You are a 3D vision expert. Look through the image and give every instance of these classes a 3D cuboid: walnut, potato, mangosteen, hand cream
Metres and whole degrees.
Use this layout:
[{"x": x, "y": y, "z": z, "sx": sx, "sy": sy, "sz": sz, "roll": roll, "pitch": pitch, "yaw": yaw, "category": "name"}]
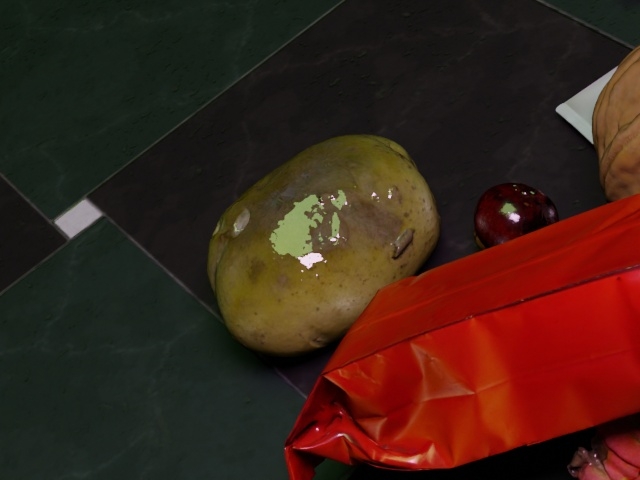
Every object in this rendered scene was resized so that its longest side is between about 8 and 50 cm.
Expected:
[{"x": 0.344, "y": -0.086, "z": 1.427, "sx": 0.228, "sy": 0.228, "sz": 0.228, "roll": -14, "pitch": 43, "yaw": 14, "category": "walnut"}, {"x": 0.002, "y": 0.001, "z": 1.555, "sx": 0.228, "sy": 0.148, "sz": 0.197, "roll": -25, "pitch": 56, "yaw": -2, "category": "potato"}, {"x": 0.180, "y": -0.014, "z": 1.534, "sx": 0.081, "sy": 0.081, "sz": 0.081, "roll": -14, "pitch": 43, "yaw": 14, "category": "mangosteen"}, {"x": 0.331, "y": -0.168, "z": 1.632, "sx": 0.205, "sy": 0.050, "sz": 0.078, "roll": -35, "pitch": 42, "yaw": -3, "category": "hand cream"}]

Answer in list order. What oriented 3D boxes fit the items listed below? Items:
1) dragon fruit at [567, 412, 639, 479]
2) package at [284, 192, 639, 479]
[{"x": 0.271, "y": 0.190, "z": 1.242, "sx": 0.262, "sy": 0.134, "sz": 0.211, "roll": -43, "pitch": 35, "yaw": -16, "category": "dragon fruit"}, {"x": 0.166, "y": 0.076, "z": 1.323, "sx": 0.423, "sy": 0.123, "sz": 0.196, "roll": -21, "pitch": 10, "yaw": 23, "category": "package"}]
